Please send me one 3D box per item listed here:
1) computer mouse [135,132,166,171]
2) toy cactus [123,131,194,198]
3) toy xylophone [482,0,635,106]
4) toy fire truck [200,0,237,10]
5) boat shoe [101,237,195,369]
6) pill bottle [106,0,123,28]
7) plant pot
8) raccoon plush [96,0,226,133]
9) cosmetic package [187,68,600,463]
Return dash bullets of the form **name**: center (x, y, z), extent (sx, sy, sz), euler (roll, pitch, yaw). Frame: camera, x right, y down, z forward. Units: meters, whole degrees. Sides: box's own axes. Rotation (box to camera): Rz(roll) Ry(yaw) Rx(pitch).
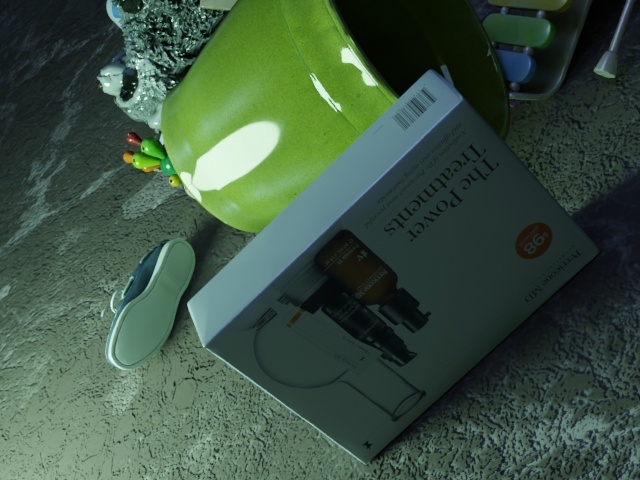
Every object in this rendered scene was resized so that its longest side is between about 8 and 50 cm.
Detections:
- **computer mouse**: center (-0.290, -0.220, 2.163), extent (0.193, 0.042, 0.106), euler (-56, 33, -11)
- **toy cactus**: center (-0.231, -0.126, 1.870), extent (0.219, 0.180, 0.112), euler (10, 65, 52)
- **toy xylophone**: center (0.313, -0.327, 1.468), extent (0.236, 0.081, 0.323), euler (11, 86, 56)
- **toy fire truck**: center (-0.097, -0.371, 1.938), extent (0.246, 0.158, 0.217), euler (8, 75, 47)
- **boat shoe**: center (-0.287, 0.102, 1.784), extent (0.079, 0.095, 0.254), euler (-13, 46, 40)
- **pill bottle**: center (-0.412, -0.540, 2.555), extent (0.124, 0.124, 0.221), euler (-55, 35, -10)
- **plant pot**: center (-0.007, -0.189, 1.423), extent (0.353, 0.366, 0.366), euler (-32, 36, 33)
- **raccoon plush**: center (-0.238, -0.397, 2.229), extent (0.446, 0.299, 0.216), euler (-12, 21, -1)
- **cosmetic package**: center (0.086, 0.042, 1.240), extent (0.377, 0.284, 0.097), euler (-44, 35, 8)
